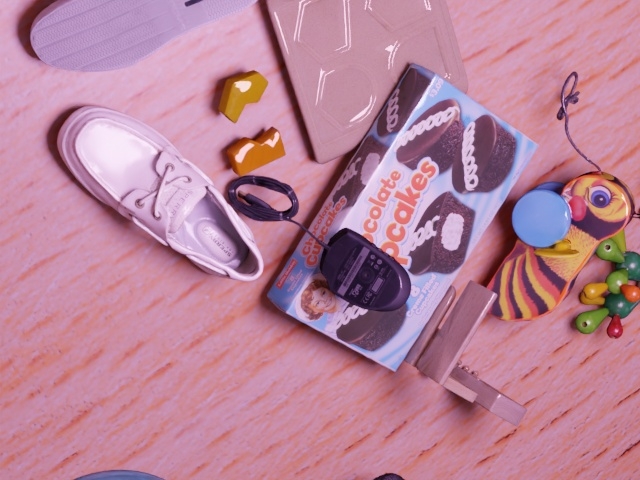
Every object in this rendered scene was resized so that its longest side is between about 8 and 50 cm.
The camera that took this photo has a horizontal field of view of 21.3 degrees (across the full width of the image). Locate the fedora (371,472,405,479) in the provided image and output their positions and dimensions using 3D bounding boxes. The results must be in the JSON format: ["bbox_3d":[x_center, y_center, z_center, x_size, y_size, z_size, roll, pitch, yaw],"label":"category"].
[{"bbox_3d":[0.047,0.392,2.019,0.334,0.334,0.152,-43,88,-10],"label":"fedora"}]

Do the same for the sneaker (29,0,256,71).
[{"bbox_3d":[-0.179,-0.249,1.794,0.258,0.091,0.094,-17,118,1],"label":"sneaker"}]

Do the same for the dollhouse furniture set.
[{"bbox_3d":[0.194,0.128,2.050,0.151,0.144,0.123,31,90,-29],"label":"dollhouse furniture set"}]

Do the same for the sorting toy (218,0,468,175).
[{"bbox_3d":[0.013,-0.205,1.931,0.307,0.041,0.229,-26,119,-18],"label":"sorting toy"}]

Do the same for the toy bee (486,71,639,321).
[{"bbox_3d":[0.311,-0.020,2.037,0.195,0.162,0.298,-47,156,-51],"label":"toy bee"}]

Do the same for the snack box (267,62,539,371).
[{"bbox_3d":[0.097,-0.024,1.990,0.187,0.060,0.322,30,94,-35],"label":"snack box"}]

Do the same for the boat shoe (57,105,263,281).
[{"bbox_3d":[-0.161,-0.048,1.850,0.277,0.096,0.098,37,86,-30],"label":"boat shoe"}]

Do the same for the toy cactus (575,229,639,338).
[{"bbox_3d":[0.418,0.041,2.174,0.180,0.112,0.219,35,79,-40],"label":"toy cactus"}]

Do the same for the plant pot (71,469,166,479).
[{"bbox_3d":[-0.197,0.426,1.876,0.271,0.255,0.272,-8,108,-25],"label":"plant pot"}]

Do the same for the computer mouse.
[{"bbox_3d":[0.000,0.000,1.905,0.242,0.041,0.071,36,104,14],"label":"computer mouse"}]
